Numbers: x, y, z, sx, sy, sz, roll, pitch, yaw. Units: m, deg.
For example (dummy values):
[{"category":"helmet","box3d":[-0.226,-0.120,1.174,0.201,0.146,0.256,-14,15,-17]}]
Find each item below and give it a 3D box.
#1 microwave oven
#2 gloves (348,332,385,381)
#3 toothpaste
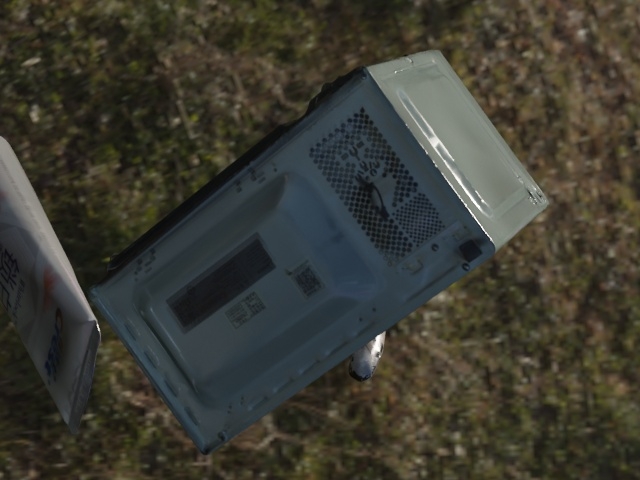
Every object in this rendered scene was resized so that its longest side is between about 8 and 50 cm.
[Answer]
[{"category":"microwave oven","box3d":[0.000,0.000,0.798,0.122,0.208,0.162,54,23,4]},{"category":"gloves","box3d":[-0.001,0.034,1.196,0.128,0.111,0.212,-21,63,-8]},{"category":"toothpaste","box3d":[-0.234,0.005,1.108,0.066,0.100,0.323,-3,39,-33]}]
